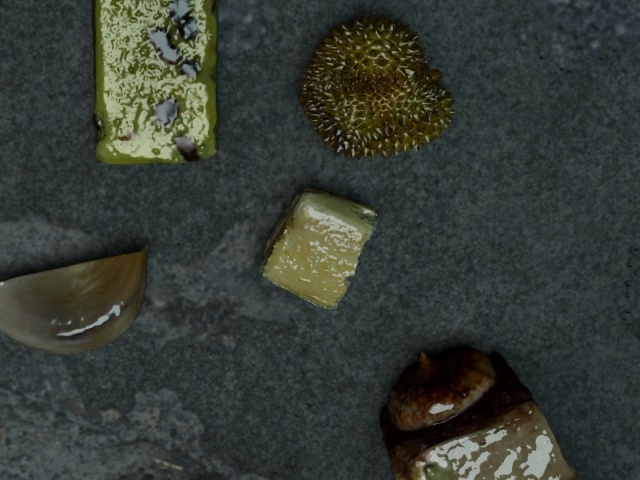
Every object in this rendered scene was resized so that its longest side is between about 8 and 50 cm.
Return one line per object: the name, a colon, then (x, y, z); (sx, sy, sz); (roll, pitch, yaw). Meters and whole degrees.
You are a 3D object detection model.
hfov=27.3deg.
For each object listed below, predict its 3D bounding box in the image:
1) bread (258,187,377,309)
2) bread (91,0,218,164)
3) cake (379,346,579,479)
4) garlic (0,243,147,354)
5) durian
bread: (-0.001, 0.001, 1.493); (0.106, 0.082, 0.125); (27, 110, -4)
bread: (-0.174, -0.255, 1.396); (0.138, 0.077, 0.361); (-1, 105, -7)
cake: (0.192, 0.261, 1.534); (0.196, 0.199, 0.293); (-26, 106, 2)
garlic: (-0.277, 0.076, 1.472); (0.196, 0.087, 0.101); (-15, 93, -1)
durian: (0.057, -0.167, 1.432); (0.168, 0.137, 0.158); (-13, 87, 9)
